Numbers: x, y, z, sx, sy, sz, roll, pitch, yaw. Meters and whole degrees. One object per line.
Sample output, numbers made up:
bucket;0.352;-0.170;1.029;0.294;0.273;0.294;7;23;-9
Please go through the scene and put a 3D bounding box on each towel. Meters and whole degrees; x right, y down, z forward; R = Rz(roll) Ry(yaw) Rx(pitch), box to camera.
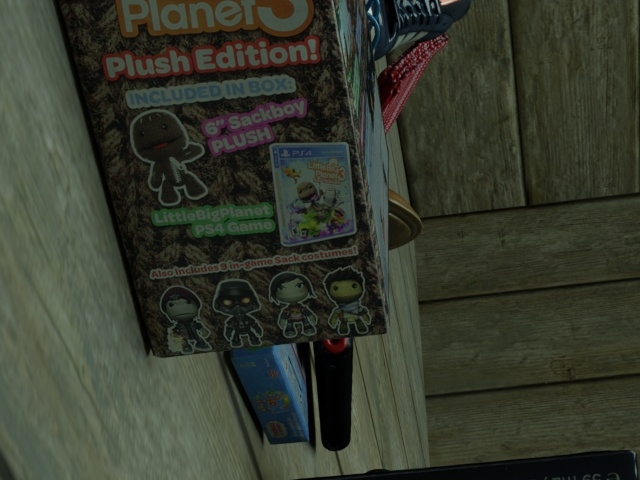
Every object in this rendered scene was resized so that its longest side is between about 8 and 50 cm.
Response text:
towel;0.074;-0.150;1.740;0.198;0.031;0.275;-59;175;26

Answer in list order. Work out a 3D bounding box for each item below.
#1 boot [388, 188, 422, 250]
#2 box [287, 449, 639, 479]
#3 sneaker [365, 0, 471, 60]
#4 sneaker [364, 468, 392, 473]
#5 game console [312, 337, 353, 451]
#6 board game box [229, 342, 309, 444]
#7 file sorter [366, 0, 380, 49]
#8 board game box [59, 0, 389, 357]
boot;-0.004;-0.080;1.127;0.197;0.073;0.152;25;41;-36
box;0.117;0.325;1.129;0.183;0.296;0.294;50;33;-79
sneaker;0.096;-0.278;1.612;0.350;0.148;0.131;-71;152;-74
sneaker;0.066;0.371;1.360;0.146;0.134;0.343;74;12;-52
game console;0.000;0.000;1.374;0.386;0.060;0.341;86;3;-70
board game box;-0.043;0.037;1.162;0.160;0.039;0.211;73;12;-57
file sorter;-0.020;-0.180;1.076;0.170;0.118;0.104;-88;-156;-55
board game box;-0.047;-0.118;0.837;0.232;0.141;0.291;-85;167;-61
